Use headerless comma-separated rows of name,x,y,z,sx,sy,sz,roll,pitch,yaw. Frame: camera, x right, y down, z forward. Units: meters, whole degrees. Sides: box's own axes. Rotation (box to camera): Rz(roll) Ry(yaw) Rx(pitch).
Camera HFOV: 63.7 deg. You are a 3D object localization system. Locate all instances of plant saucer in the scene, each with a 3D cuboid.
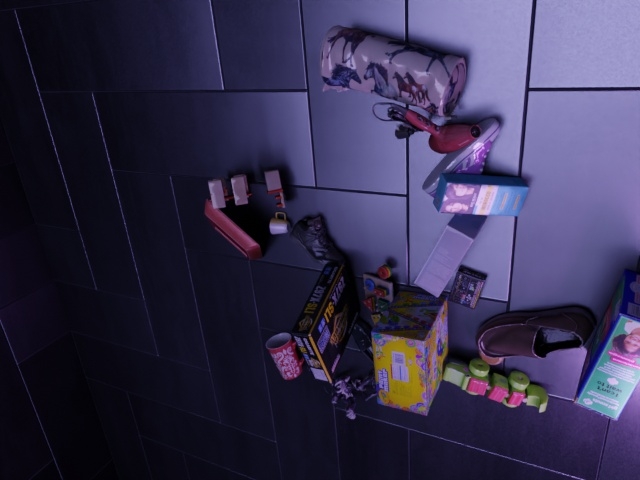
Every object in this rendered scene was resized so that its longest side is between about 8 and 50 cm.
plant saucer,-0.332,-0.025,1.937,0.258,0.047,0.259,41,168,5
plant saucer,0.581,0.393,1.757,0.084,0.015,0.083,12,119,23

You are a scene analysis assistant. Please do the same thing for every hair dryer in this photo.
hair dryer,0.300,-0.302,1.431,0.294,0.224,0.080,13,88,30

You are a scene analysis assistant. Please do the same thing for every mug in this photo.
mug,-0.132,0.486,2.144,0.150,0.113,0.169,-6,114,33
mug,-0.149,-0.059,1.913,0.064,0.062,0.078,3,122,19

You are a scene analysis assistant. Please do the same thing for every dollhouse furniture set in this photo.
dollhouse furniture set,-0.264,-0.163,1.812,0.260,0.262,0.135,-10,100,-6

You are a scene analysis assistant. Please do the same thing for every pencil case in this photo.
pencil case,0.201,-0.468,1.451,0.411,0.160,0.183,22,134,19

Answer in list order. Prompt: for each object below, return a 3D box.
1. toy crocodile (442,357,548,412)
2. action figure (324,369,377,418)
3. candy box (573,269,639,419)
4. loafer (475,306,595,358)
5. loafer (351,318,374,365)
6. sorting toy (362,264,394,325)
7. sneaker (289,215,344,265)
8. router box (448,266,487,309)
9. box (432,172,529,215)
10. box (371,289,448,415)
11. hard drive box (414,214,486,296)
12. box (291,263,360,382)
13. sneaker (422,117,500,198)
toy crocodile,0.583,0.489,1.729,0.341,0.105,0.115,16,121,7
action figure,0.118,0.604,2.045,0.276,0.141,0.164,-24,102,32
candy box,0.823,0.280,1.408,0.122,0.268,0.316,21,122,25
loafer,0.647,0.297,1.600,0.366,0.130,0.133,-24,100,36
loafer,0.173,0.385,1.940,0.223,0.078,0.076,51,126,-2
sorting toy,0.198,0.206,1.830,0.132,0.046,0.274,18,124,47
sneaker,0.000,0.000,1.840,0.228,0.087,0.130,39,133,14
router box,0.479,0.156,1.681,0.092,0.038,0.122,21,123,19
box,0.452,-0.129,1.461,0.245,0.060,0.100,1,124,-9
box,0.311,0.367,1.730,0.177,0.279,0.289,6,116,27
hard drive box,0.398,0.031,1.576,0.089,0.181,0.232,32,124,14
box,0.029,0.279,1.778,0.080,0.322,0.257,1,132,28
sneaker,0.447,-0.213,1.497,0.161,0.102,0.282,33,122,-12
